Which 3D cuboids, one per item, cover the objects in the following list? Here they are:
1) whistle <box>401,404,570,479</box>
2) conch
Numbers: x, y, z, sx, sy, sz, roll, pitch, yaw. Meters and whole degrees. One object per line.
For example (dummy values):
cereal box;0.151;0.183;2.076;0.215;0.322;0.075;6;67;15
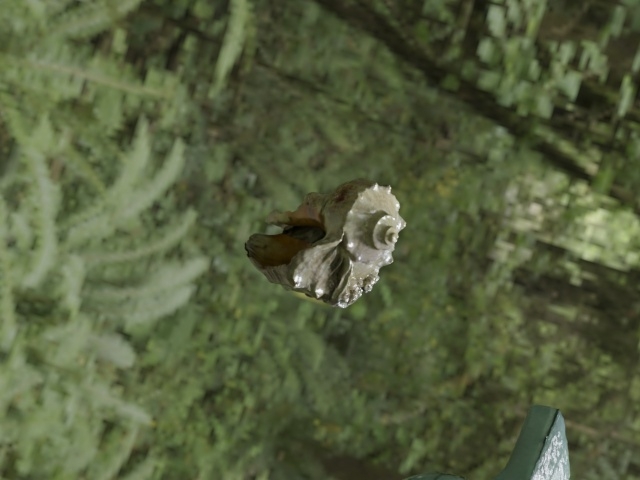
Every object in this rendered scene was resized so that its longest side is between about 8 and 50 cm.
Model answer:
whistle;0.124;0.273;1.400;0.289;0.163;0.163;-55;160;-47
conch;0.000;0.000;1.871;0.178;0.245;0.163;-11;105;-40
